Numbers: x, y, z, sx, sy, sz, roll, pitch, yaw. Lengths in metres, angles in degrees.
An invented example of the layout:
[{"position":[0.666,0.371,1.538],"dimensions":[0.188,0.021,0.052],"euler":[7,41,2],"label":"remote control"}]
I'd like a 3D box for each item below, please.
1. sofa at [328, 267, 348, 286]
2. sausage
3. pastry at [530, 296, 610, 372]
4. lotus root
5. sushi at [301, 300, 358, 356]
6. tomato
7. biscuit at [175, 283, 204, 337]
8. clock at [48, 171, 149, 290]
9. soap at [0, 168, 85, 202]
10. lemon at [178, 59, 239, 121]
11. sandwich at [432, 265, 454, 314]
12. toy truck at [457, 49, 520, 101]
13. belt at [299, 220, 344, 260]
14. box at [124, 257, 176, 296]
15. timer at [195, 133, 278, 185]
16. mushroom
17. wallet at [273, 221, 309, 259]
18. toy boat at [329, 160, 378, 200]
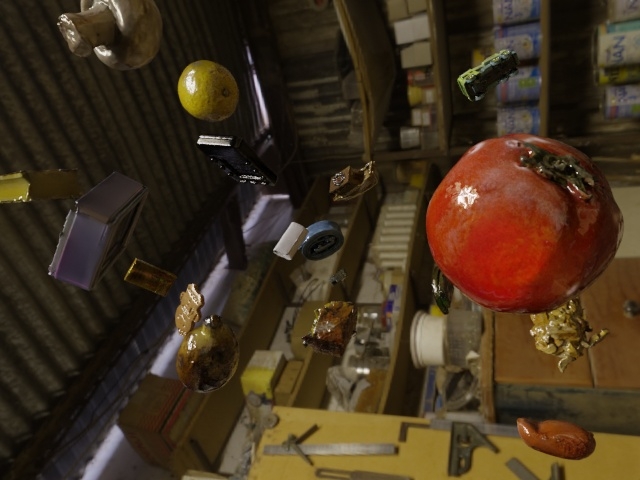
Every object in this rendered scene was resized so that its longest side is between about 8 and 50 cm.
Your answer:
[{"position":[0.075,0.158,2.154],"dimensions":[0.039,0.060,0.118],"euler":[57,164,10],"label":"sofa"},{"position":[0.568,0.480,1.234],"dimensions":[0.089,0.179,0.089],"euler":[8,-90,-72],"label":"sausage"},{"position":[0.591,0.210,1.237],"dimensions":[0.250,0.154,0.102],"euler":[-59,-20,-62],"label":"pastry"},{"position":[-0.303,0.314,1.381],"dimensions":[0.169,0.141,0.314],"euler":[-20,-36,-32],"label":"lotus root"},{"position":[0.031,0.295,1.723],"dimensions":[0.296,0.179,0.167],"euler":[-57,-28,-53],"label":"sushi"},{"position":[0.369,-0.029,0.947],"dimensions":[0.293,0.325,0.290],"euler":[-46,-15,-43],"label":"tomato"},{"position":[-0.445,0.234,1.715],"dimensions":[0.027,0.184,0.133],"euler":[3,-134,-48],"label":"biscuit"},{"position":[-0.376,-0.020,0.879],"dimensions":[0.145,0.073,0.193],"euler":[-61,12,21],"label":"clock"},{"position":[-0.671,-0.128,1.201],"dimensions":[0.135,0.233,0.076],"euler":[-12,-78,-49],"label":"soap"},{"position":[-0.327,-0.434,1.486],"dimensions":[0.170,0.207,0.170],"euler":[-21,-55,-34],"label":"lemon"},{"position":[0.257,0.097,1.060],"dimensions":[0.069,0.026,0.101],"euler":[53,-142,-25],"label":"sandwich"},{"position":[0.474,-0.476,1.450],"dimensions":[0.077,0.169,0.100],"euler":[51,-171,-30],"label":"toy truck"},{"position":[0.000,0.000,2.090],"dimensions":[0.141,0.190,0.082],"euler":[53,-167,-36],"label":"belt"},{"position":[-0.600,0.132,1.804],"dimensions":[0.156,0.022,0.089],"euler":[31,-82,-27],"label":"box"},{"position":[-0.202,-0.201,1.263],"dimensions":[0.187,0.144,0.055],"euler":[43,-118,-53],"label":"timer"},{"position":[-0.655,-0.681,1.591],"dimensions":[0.290,0.297,0.298],"euler":[-33,-60,-49],"label":"mushroom"},{"position":[-0.085,0.001,1.495],"dimensions":[0.122,0.061,0.025],"euler":[-59,-9,-38],"label":"wallet"},{"position":[0.084,-0.156,1.341],"dimensions":[0.077,0.200,0.057],"euler":[17,-111,-26],"label":"toy boat"}]
